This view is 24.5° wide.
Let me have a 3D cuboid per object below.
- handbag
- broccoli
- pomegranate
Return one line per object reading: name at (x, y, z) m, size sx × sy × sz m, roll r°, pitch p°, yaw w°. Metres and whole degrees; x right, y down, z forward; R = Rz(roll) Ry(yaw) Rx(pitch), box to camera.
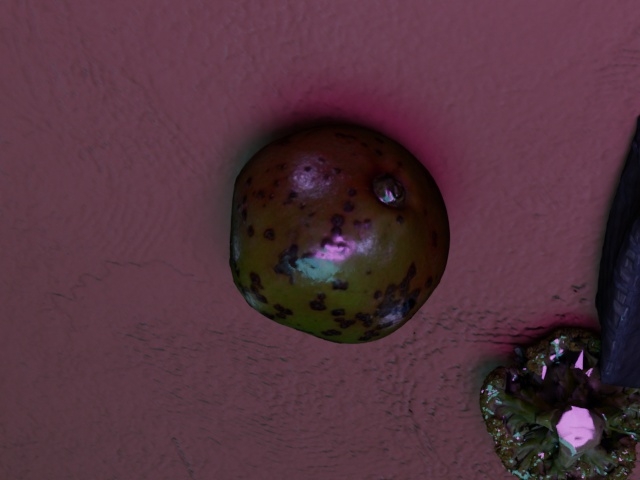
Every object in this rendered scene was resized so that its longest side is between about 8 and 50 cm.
handbag at (0.287, 0.015, 1.025) m, size 0.175 × 0.089 × 0.270 m, roll 5°, pitch 131°, yaw 1°
broccoli at (0.191, 0.134, 1.122) m, size 0.130 × 0.120 × 0.131 m, roll -23°, pitch 89°, yaw 7°
pomegranate at (0.000, 0.000, 1.044) m, size 0.159 × 0.159 × 0.205 m, roll 35°, pitch 155°, yaw -15°
